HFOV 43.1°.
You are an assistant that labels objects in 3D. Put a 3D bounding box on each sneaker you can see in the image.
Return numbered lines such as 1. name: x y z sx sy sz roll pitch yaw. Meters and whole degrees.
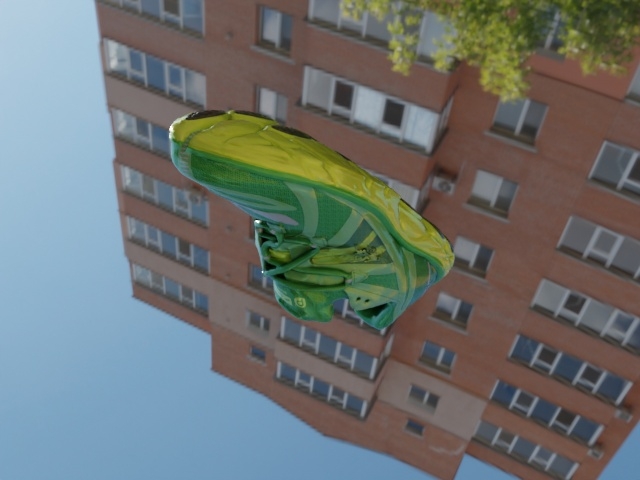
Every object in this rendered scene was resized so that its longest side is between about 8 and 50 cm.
1. sneaker: 0.000 0.000 0.610 0.109 0.295 0.124 35 -88 44
